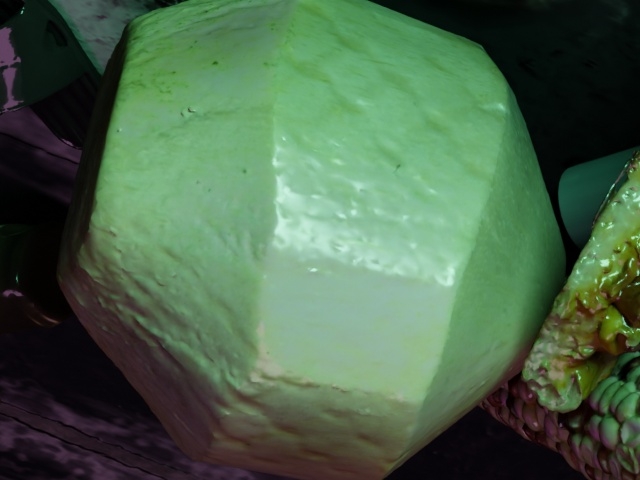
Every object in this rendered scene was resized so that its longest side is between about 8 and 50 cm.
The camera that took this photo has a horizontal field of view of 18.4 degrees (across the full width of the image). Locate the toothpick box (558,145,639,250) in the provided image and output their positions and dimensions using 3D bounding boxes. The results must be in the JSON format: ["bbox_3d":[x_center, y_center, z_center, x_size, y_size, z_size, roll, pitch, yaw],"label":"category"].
[{"bbox_3d":[0.174,-0.025,1.039,0.083,0.052,0.052,-16,139,36],"label":"toothpick box"}]

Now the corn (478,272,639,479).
[{"bbox_3d":[0.139,0.069,1.038,0.092,0.092,0.280,25,-177,-21],"label":"corn"}]

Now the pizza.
[{"bbox_3d":[0.173,-0.025,0.916,0.058,0.246,0.127,30,175,11],"label":"pizza"}]

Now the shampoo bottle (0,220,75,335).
[{"bbox_3d":[-0.305,0.046,1.247,0.350,0.084,0.125,-11,145,29],"label":"shampoo bottle"}]

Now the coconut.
[{"bbox_3d":[0.000,0.000,0.965,0.259,0.259,0.259,7,147,5],"label":"coconut"}]

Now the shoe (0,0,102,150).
[{"bbox_3d":[-0.155,-0.083,1.045,0.062,0.053,0.159,-5,147,28],"label":"shoe"}]
